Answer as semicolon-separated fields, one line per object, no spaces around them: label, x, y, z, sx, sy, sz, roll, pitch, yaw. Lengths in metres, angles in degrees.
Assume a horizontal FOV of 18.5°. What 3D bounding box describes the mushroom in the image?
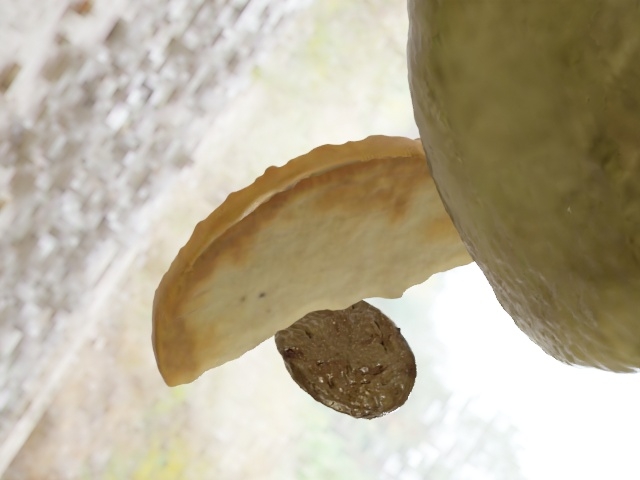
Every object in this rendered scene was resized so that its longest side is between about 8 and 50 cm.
mushroom;0.141;-0.062;0.933;0.292;0.212;0.217;-10;-127;45

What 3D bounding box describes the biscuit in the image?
biscuit;0.000;0.000;1.562;0.309;0.040;0.205;-22;143;-11

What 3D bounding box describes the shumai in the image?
shumai;0.025;0.125;1.861;0.123;0.139;0.105;-29;126;-30
